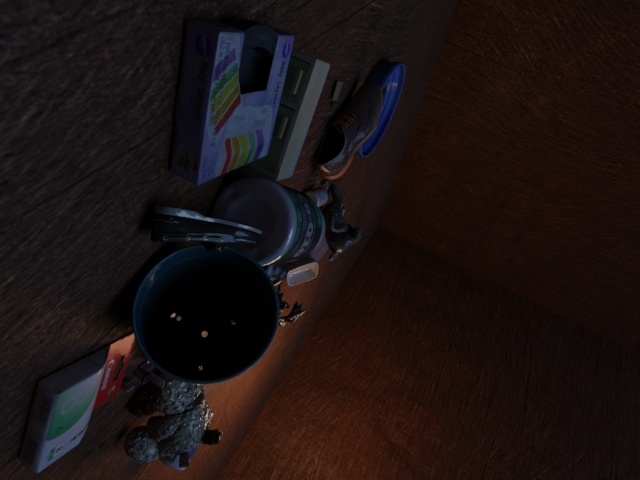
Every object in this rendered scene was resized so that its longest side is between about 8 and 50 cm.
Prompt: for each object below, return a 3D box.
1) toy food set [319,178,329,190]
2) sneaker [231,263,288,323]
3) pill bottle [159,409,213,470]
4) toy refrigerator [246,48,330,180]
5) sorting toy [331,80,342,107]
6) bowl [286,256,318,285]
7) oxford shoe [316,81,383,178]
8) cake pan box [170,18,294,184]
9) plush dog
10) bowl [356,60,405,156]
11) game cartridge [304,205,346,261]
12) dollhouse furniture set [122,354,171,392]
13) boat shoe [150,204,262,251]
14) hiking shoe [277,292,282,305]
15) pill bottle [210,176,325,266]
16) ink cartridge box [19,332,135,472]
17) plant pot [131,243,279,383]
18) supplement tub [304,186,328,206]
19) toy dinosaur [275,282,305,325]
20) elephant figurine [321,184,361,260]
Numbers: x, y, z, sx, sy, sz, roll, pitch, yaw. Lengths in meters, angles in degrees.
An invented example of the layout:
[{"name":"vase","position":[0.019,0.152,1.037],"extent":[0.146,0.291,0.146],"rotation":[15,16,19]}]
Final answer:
[{"name":"toy food set","position":[0.009,-0.205,1.628],"extent":[0.078,0.019,0.122],"rotation":[-60,175,-13]},{"name":"sneaker","position":[-0.219,0.132,1.211],"extent":[0.267,0.101,0.106],"rotation":[-45,144,-10]},{"name":"pill bottle","position":[-0.437,0.633,1.340],"extent":[0.187,0.112,0.112],"rotation":[-58,167,-19]},{"name":"toy refrigerator","position":[-0.083,-0.279,0.913],"extent":[0.094,0.102,0.270],"rotation":[-35,150,-64]},{"name":"sorting toy","position":[0.046,-0.452,1.273],"extent":[0.062,0.012,0.083],"rotation":[-47,157,-65]},{"name":"bowl","position":[-0.084,0.125,1.744],"extent":[0.141,0.053,0.142],"rotation":[-19,150,-15]},{"name":"oxford shoe","position":[0.100,-0.384,1.386],"extent":[0.364,0.129,0.132],"rotation":[-63,161,1]},{"name":"cake pan box","position":[-0.155,-0.259,0.747],"extent":[0.246,0.070,0.267],"rotation":[-46,159,-58]},{"name":"plush dog","position":[-0.374,0.432,1.082],"extent":[0.262,0.210,0.226],"rotation":[-44,131,-60]},{"name":"bowl","position":[0.227,-0.538,1.681],"extent":[0.391,0.077,0.391],"rotation":[-57,166,-23]},{"name":"game cartridge","position":[0.000,0.000,1.922],"extent":[0.355,0.068,0.230],"rotation":[-48,165,-48]},{"name":"dollhouse furniture set","position":[-0.380,0.290,0.930],"extent":[0.091,0.081,0.114],"rotation":[-36,151,-64]},{"name":"boat shoe","position":[-0.216,-0.014,0.794],"extent":[0.227,0.081,0.069],"rotation":[13,88,-44]},{"name":"hiking shoe","position":[-0.196,0.130,1.110],"extent":[0.226,0.086,0.114],"rotation":[13,104,-33]},{"name":"pill bottle","position":[-0.110,-0.041,1.058],"extent":[0.204,0.204,0.361],"rotation":[-64,168,7]},{"name":"ink cartridge box","position":[-0.438,0.297,0.786],"extent":[0.181,0.056,0.224],"rotation":[-66,165,17]},{"name":"plant pot","position":[-0.245,0.181,0.889],"extent":[0.272,0.271,0.255],"rotation":[-56,179,-29]},{"name":"supplement tub","position":[-0.021,-0.152,1.491],"extent":[0.107,0.071,0.071],"rotation":[-37,152,-62]},{"name":"toy dinosaur","position":[-0.203,0.281,1.587],"extent":[0.218,0.164,0.322],"rotation":[-19,155,-52]},{"name":"elephant figurine","position":[0.054,-0.078,1.743],"extent":[0.169,0.239,0.186],"rotation":[-29,-159,19]}]
